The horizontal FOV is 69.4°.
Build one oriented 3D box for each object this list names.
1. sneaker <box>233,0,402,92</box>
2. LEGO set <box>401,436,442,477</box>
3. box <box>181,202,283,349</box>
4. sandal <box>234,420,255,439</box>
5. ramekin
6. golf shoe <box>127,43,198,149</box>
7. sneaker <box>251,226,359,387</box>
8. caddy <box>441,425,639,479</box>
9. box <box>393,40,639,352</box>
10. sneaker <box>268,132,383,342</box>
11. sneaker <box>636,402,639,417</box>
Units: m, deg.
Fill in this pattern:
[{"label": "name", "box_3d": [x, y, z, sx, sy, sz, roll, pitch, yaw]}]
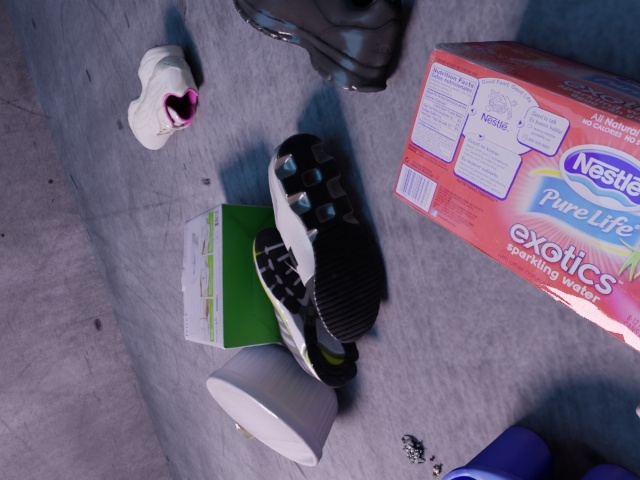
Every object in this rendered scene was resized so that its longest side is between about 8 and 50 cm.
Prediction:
[{"label": "sneaker", "box_3d": [-0.003, -0.312, 0.608, 0.286, 0.109, 0.130, 40, 130, 21]}, {"label": "LEGO set", "box_3d": [0.165, 0.369, 0.787, 0.083, 0.023, 0.054, 16, 120, 48]}, {"label": "box", "box_3d": [-0.187, 0.075, 0.935, 0.231, 0.127, 0.261, -14, 77, 57]}, {"label": "sandal", "box_3d": [-0.201, 0.479, 1.266, 0.120, 0.086, 0.302, 47, 139, 27]}, {"label": "ramekin", "box_3d": [-0.087, 0.321, 0.941, 0.273, 0.127, 0.273, 26, 144, 20]}, {"label": "golf shoe", "box_3d": [-0.358, -0.292, 1.059, 0.140, 0.115, 0.306, 56, 144, 12]}, {"label": "sneaker", "box_3d": [-0.047, 0.120, 0.821, 0.121, 0.111, 0.300, -36, 76, 59]}, {"label": "caddy", "box_3d": [0.264, 0.403, 0.546, 0.241, 0.179, 0.341, 7, 113, 52]}, {"label": "box", "box_3d": [0.228, -0.050, 0.389, 0.300, 0.142, 0.154, 38, 135, 35]}, {"label": "sneaker", "box_3d": [0.000, 0.000, 0.755, 0.146, 0.122, 0.330, -2, 105, 69]}, {"label": "sneaker", "box_3d": [0.375, 0.147, 0.352, 0.121, 0.079, 0.217, 57, 142, 18]}]
